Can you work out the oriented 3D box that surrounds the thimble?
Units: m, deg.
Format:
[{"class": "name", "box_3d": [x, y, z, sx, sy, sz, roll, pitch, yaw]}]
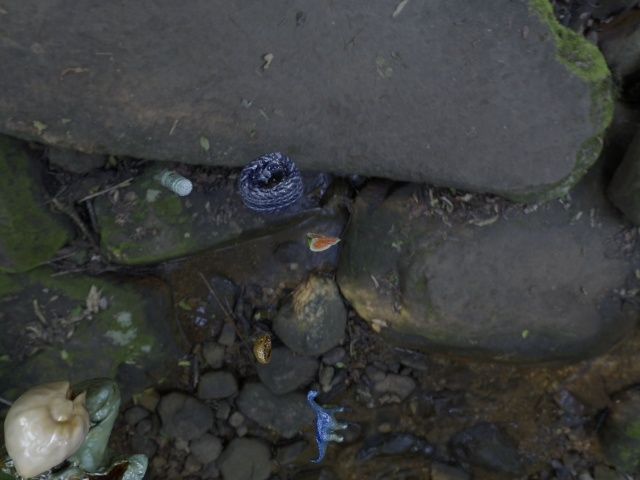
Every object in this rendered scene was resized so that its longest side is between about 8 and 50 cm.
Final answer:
[{"class": "thimble", "box_3d": [-0.082, -0.093, 0.783, 0.095, 0.104, 0.066, 33, 152, 25]}]

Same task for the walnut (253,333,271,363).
[{"class": "walnut", "box_3d": [-0.214, 0.393, 1.681, 0.052, 0.121, 0.091, -10, 121, 10]}]

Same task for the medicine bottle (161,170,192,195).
[{"class": "medicine bottle", "box_3d": [-0.376, -0.149, 1.213, 0.047, 0.083, 0.047, -24, 127, -36]}]

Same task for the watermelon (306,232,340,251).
[{"class": "watermelon", "box_3d": [-0.006, 0.011, 1.815, 0.163, 0.087, 0.068, 2, 103, -44]}]

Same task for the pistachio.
[{"class": "pistachio", "box_3d": [-0.444, 0.297, 0.744, 0.117, 0.145, 0.200, 39, 148, -23]}]

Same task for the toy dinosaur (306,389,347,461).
[{"class": "toy dinosaur", "box_3d": [-0.013, 0.573, 1.411, 0.188, 0.075, 0.247, 23, 97, -36]}]

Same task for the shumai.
[{"class": "shumai", "box_3d": [-0.625, 0.557, 1.192, 0.330, 0.292, 0.288, -28, 107, 12]}]
